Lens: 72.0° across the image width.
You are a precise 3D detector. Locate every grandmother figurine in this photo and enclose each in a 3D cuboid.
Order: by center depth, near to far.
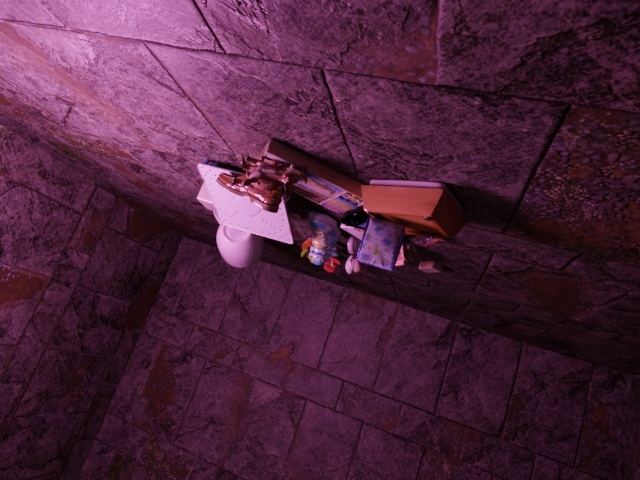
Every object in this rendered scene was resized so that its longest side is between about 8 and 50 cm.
[{"bbox_3d":[0.260,0.095,2.073,0.342,0.104,0.207,-16,158,37],"label":"grandmother figurine"}]

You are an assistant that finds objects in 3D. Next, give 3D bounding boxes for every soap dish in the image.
[{"bbox_3d":[0.299,-0.098,1.437,0.290,0.118,0.229,8,163,39],"label":"soap dish"}]

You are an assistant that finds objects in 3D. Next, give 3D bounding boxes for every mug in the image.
[{"bbox_3d":[-0.508,-0.047,2.607,0.374,0.276,0.328,49,165,11],"label":"mug"}]

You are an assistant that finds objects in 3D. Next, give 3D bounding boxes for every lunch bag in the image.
[{"bbox_3d":[0.199,0.016,1.446,0.128,0.151,0.096,15,166,16],"label":"lunch bag"}]

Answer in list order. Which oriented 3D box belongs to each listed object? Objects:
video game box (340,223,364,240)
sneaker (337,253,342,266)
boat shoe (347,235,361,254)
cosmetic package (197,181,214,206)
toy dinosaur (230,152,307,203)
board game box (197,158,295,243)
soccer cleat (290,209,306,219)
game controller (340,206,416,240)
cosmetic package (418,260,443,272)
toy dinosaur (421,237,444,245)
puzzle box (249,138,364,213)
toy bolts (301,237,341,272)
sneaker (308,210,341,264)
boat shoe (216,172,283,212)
[{"bbox_3d":[0.223,-0.035,1.969,0.205,0.048,0.187,29,166,-37],"label":"video game box"},{"bbox_3d":[-0.003,0.081,2.670,0.292,0.110,0.118,29,174,-36],"label":"sneaker"},{"bbox_3d":[0.218,0.045,2.203,0.088,0.096,0.267,8,164,29],"label":"boat shoe"},{"bbox_3d":[-0.429,-0.185,2.172,0.309,0.113,0.160,17,166,10],"label":"cosmetic package"},{"bbox_3d":[-0.182,-0.202,1.502,0.200,0.127,0.295,18,175,-25],"label":"toy dinosaur"},{"bbox_3d":[-0.310,-0.166,1.927,0.390,0.050,0.390,15,145,18],"label":"board game box"},{"bbox_3d":[-0.106,-0.123,2.140,0.083,0.029,0.035,25,175,-8],"label":"soccer cleat"},{"bbox_3d":[0.241,-0.060,1.694,0.319,0.067,0.166,13,173,-23],"label":"game controller"},{"bbox_3d":[0.545,0.130,2.180,0.060,0.041,0.115,25,166,-19],"label":"cosmetic package"},{"bbox_3d":[0.435,0.000,1.743,0.047,0.090,0.082,15,126,-23],"label":"toy dinosaur"},{"bbox_3d":[-0.042,-0.218,1.597,0.408,0.052,0.272,24,167,-18],"label":"puzzle box"},{"bbox_3d":[0.032,0.042,2.491,0.228,0.158,0.218,35,122,-19],"label":"toy bolts"},{"bbox_3d":[0.000,0.000,2.081,0.127,0.208,0.319,15,166,25],"label":"sneaker"},{"bbox_3d":[-0.268,-0.213,1.708,0.307,0.104,0.110,27,-165,21],"label":"boat shoe"}]
